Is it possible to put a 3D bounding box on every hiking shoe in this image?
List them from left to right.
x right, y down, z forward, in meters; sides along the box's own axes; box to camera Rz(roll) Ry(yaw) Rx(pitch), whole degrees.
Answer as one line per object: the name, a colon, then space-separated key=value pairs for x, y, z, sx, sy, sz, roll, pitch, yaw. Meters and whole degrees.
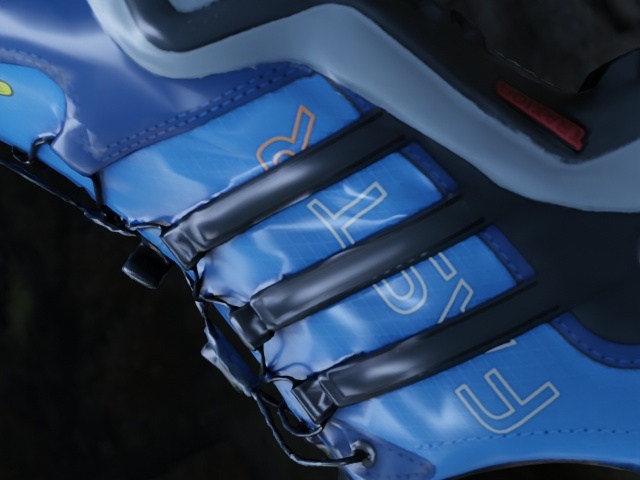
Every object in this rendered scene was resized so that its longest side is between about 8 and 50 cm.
hiking shoe: x=0.000 y=0.000 z=0.464 sx=0.113 sy=0.304 sz=0.132 roll=6 pitch=-80 yaw=-81
